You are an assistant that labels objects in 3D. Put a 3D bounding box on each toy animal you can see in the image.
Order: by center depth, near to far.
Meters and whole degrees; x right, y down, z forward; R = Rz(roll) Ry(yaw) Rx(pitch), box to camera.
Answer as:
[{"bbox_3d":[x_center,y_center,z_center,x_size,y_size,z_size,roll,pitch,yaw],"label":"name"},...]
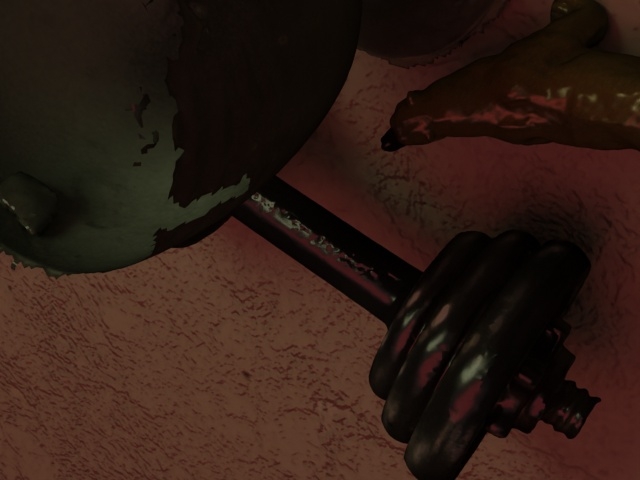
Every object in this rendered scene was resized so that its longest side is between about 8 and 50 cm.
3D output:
[{"bbox_3d":[0.147,-0.079,0.628,0.219,0.101,0.103,11,123,30],"label":"toy animal"}]

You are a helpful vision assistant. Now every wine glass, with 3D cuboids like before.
[{"bbox_3d":[-0.044,-0.124,0.567,0.191,0.357,0.190,16,121,29],"label":"wine glass"}]

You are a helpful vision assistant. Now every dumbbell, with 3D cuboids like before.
[{"bbox_3d":[0.000,0.000,0.725,0.406,0.179,0.179,34,130,15],"label":"dumbbell"}]
